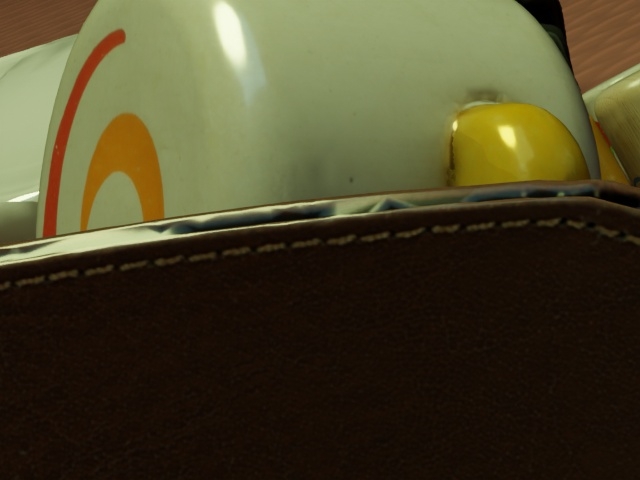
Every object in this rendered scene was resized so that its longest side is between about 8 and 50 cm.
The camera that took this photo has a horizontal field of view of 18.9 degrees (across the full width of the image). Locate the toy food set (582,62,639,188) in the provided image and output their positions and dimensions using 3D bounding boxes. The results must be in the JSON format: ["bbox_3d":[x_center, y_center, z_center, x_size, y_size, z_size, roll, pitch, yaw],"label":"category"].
[{"bbox_3d":[0.134,-0.014,0.810,0.111,0.104,0.232,-29,1,1],"label":"toy food set"}]

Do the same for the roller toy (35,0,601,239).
[{"bbox_3d":[0.000,0.000,0.642,0.146,0.209,0.191,2,45,-26],"label":"roller toy"}]

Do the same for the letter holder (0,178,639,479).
[{"bbox_3d":[-0.054,0.082,0.445,0.302,0.214,0.152,-12,19,9],"label":"letter holder"}]

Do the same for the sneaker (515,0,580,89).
[{"bbox_3d":[0.061,-0.107,1.074,0.135,0.097,0.276,-18,21,-9],"label":"sneaker"}]

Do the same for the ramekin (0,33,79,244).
[{"bbox_3d":[-0.102,-0.003,0.857,0.273,0.127,0.273,-13,20,5],"label":"ramekin"}]
